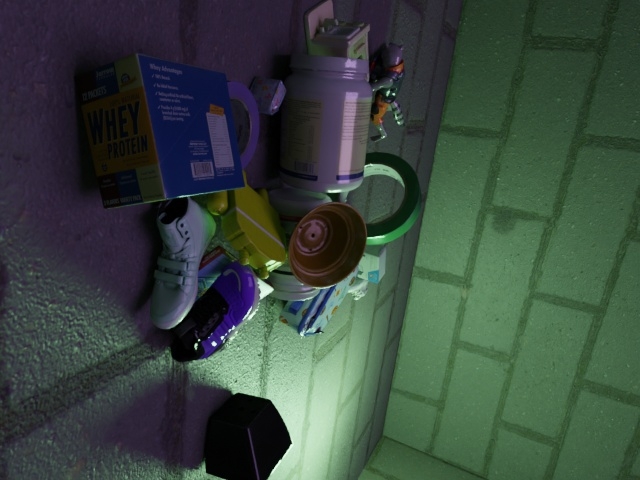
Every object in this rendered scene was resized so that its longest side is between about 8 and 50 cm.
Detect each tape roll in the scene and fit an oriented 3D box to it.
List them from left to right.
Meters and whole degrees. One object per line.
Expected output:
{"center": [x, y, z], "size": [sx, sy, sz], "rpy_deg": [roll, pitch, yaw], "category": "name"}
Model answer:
{"center": [-0.210, -0.231, 0.930], "size": [0.189, 0.080, 0.189], "rpy_deg": [-43, 140, -51], "category": "tape roll"}
{"center": [0.183, -0.147, 1.561], "size": [0.321, 0.321, 0.077], "rpy_deg": [-70, 157, -14], "category": "tape roll"}

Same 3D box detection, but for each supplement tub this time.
{"center": [-0.071, 0.005, 1.238], "size": [0.191, 0.191, 0.272], "rpy_deg": [-31, 131, -59], "category": "supplement tub"}
{"center": [0.012, -0.309, 1.191], "size": [0.235, 0.235, 0.325], "rpy_deg": [-33, 133, -58], "category": "supplement tub"}

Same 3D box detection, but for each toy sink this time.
{"center": [0.057, -0.541, 1.288], "size": [0.153, 0.131, 0.234], "rpy_deg": [-55, 149, -41], "category": "toy sink"}

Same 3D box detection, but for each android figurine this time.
{"center": [-0.152, -0.038, 1.000], "size": [0.248, 0.056, 0.273], "rpy_deg": [41, 26, -44], "category": "android figurine"}

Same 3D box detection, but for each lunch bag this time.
{"center": [-0.129, -0.334, 1.063], "size": [0.053, 0.071, 0.083], "rpy_deg": [59, 48, -64], "category": "lunch bag"}
{"center": [-0.003, 0.169, 1.448], "size": [0.303, 0.114, 0.243], "rpy_deg": [-61, 160, -1], "category": "lunch bag"}

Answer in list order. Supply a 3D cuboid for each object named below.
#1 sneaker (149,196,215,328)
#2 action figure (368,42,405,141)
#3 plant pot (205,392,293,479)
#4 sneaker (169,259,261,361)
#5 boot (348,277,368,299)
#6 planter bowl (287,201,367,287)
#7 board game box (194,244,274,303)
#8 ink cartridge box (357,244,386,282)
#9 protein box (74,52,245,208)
{"center": [-0.293, 0.032, 0.872], "size": [0.151, 0.094, 0.256], "rpy_deg": [67, 33, -64], "category": "sneaker"}
{"center": [0.262, -0.586, 1.684], "size": [0.341, 0.178, 0.330], "rpy_deg": [-59, 162, -29], "category": "action figure"}
{"center": [-0.208, 0.542, 1.271], "size": [0.187, 0.188, 0.167], "rpy_deg": [-34, 122, -57], "category": "plant pot"}
{"center": [-0.239, 0.168, 0.974], "size": [0.146, 0.102, 0.293], "rpy_deg": [-11, 140, -51], "category": "sneaker"}
{"center": [0.162, 0.210, 2.005], "size": [0.258, 0.095, 0.124], "rpy_deg": [-32, 125, -60], "category": "boot"}
{"center": [0.000, 0.000, 1.104], "size": [0.217, 0.090, 0.217], "rpy_deg": [-12, 114, -27], "category": "planter bowl"}
{"center": [-0.223, 0.111, 1.068], "size": [0.145, 0.027, 0.281], "rpy_deg": [-37, 152, 0], "category": "board game box"}
{"center": [0.158, 0.071, 1.799], "size": [0.082, 0.190, 0.140], "rpy_deg": [-49, 145, -44], "category": "ink cartridge box"}
{"center": [-0.248, -0.169, 0.739], "size": [0.199, 0.135, 0.201], "rpy_deg": [-24, 107, -61], "category": "protein box"}
